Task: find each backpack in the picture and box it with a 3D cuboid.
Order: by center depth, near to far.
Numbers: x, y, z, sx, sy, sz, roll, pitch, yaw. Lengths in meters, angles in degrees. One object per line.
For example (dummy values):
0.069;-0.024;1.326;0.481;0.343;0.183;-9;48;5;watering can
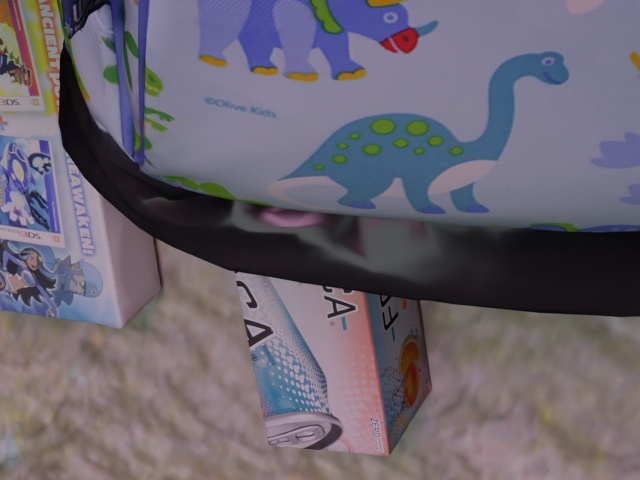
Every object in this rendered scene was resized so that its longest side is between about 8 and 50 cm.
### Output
0.060;-0.140;0.364;0.290;0.273;0.355;6;123;-2;backpack

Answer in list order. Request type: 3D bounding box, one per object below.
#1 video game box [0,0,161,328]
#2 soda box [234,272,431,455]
-0.177;-0.066;0.686;0.187;0.048;0.205;7;118;25;video game box
0.000;0.000;0.626;0.063;0.058;0.183;1;115;25;soda box
